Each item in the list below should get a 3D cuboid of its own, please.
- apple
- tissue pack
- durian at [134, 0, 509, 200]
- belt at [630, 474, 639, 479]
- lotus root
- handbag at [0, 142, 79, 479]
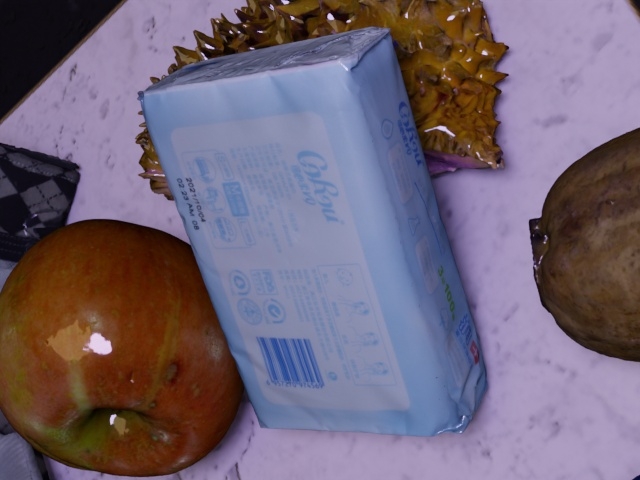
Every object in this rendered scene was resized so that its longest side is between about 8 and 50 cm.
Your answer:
[{"bbox_3d":[-0.153,0.078,0.883,0.196,0.196,0.196,-6,80,35],"label":"apple"},{"bbox_3d":[0.000,0.000,0.778,0.177,0.089,0.263,-4,114,34],"label":"tissue pack"},{"bbox_3d":[-0.022,-0.129,0.864,0.341,0.112,0.191,-2,84,37],"label":"durian"},{"bbox_3d":[0.247,0.194,0.535,0.347,0.117,0.213,-31,39,55],"label":"belt"},{"bbox_3d":[0.238,-0.010,0.653,0.260,0.128,0.145,-15,65,32],"label":"lotus root"},{"bbox_3d":[-0.336,0.116,0.944,0.180,0.316,0.416,-16,70,34],"label":"handbag"}]
